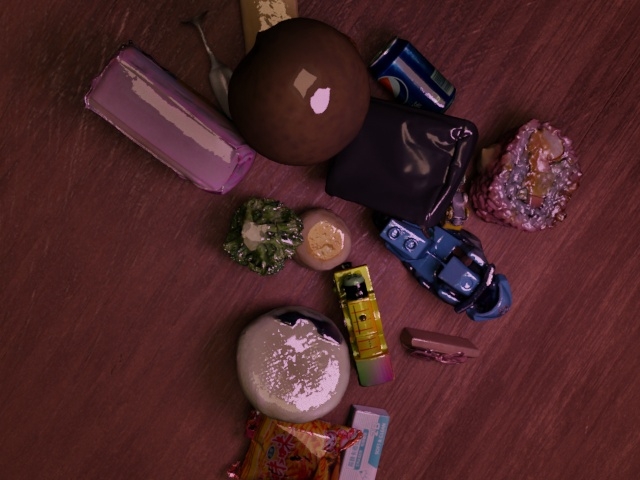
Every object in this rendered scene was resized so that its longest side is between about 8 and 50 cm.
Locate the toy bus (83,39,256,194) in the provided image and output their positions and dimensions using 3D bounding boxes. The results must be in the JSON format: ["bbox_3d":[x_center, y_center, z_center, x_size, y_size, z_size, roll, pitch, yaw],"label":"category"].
[{"bbox_3d":[-0.319,-0.245,1.476,0.386,0.162,0.171,36,109,-14],"label":"toy bus"}]

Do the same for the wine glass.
[{"bbox_3d":[-0.231,-0.385,1.543,0.074,0.074,0.262,-25,104,-6],"label":"wine glass"}]

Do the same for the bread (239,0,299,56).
[{"bbox_3d":[-0.110,-0.480,1.555,0.139,0.060,0.178,-9,99,-9],"label":"bread"}]

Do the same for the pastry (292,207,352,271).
[{"bbox_3d":[0.000,0.000,1.626,0.156,0.092,0.156,0,97,-4],"label":"pastry"}]

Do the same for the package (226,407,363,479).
[{"bbox_3d":[-0.064,0.523,1.678,0.288,0.108,0.223,20,99,-5],"label":"package"}]

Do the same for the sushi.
[{"bbox_3d":[0.486,-0.159,1.654,0.236,0.171,0.270,23,90,-12],"label":"sushi"}]

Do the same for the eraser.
[{"bbox_3d":[0.103,0.537,1.733,0.095,0.052,0.225,12,94,-14],"label":"eraser"}]

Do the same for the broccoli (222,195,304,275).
[{"bbox_3d":[-0.132,-0.010,1.563,0.195,0.156,0.195,0,91,0],"label":"broccoli"}]

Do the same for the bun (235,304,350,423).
[{"bbox_3d":[-0.072,0.296,1.614,0.283,0.179,0.283,4,75,-15],"label":"bun"}]

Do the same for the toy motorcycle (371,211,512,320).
[{"bbox_3d":[0.307,0.057,1.616,0.416,0.232,0.172,35,102,-12],"label":"toy motorcycle"}]

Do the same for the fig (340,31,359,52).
[{"bbox_3d":[0.038,-0.412,1.555,0.119,0.153,0.119,-4,122,-6],"label":"fig"}]

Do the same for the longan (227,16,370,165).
[{"bbox_3d":[-0.044,-0.307,1.418,0.319,0.319,0.319,-1,98,-10],"label":"longan"}]

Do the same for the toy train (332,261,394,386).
[{"bbox_3d":[0.103,0.199,1.636,0.100,0.160,0.296,-14,100,-2],"label":"toy train"}]

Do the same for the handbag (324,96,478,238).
[{"bbox_3d":[0.185,-0.169,1.558,0.302,0.178,0.275,19,95,22],"label":"handbag"}]

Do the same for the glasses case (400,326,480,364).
[{"bbox_3d":[0.303,0.283,1.713,0.193,0.102,0.070,12,102,-12],"label":"glasses case"}]

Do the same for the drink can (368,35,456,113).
[{"bbox_3d":[0.217,-0.378,1.601,0.205,0.118,0.118,42,89,-12],"label":"drink can"}]

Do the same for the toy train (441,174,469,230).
[{"bbox_3d":[0.314,-0.114,1.632,0.060,0.081,0.202,7,59,-10],"label":"toy train"}]
